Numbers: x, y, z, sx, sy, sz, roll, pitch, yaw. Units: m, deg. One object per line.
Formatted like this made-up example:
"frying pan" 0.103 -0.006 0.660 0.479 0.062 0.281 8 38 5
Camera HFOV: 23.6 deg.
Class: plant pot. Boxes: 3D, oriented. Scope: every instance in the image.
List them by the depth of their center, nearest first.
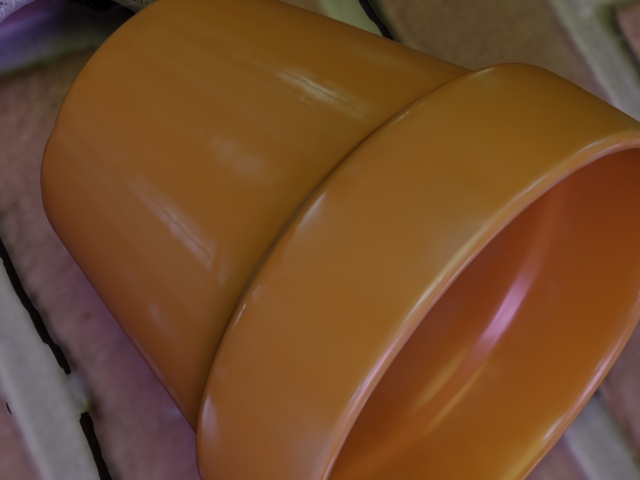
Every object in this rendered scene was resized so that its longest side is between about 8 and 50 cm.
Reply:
"plant pot" 0.000 0.000 0.586 0.188 0.205 0.205 38 66 27

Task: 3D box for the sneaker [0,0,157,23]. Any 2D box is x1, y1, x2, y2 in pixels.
"sneaker" -0.071 -0.151 0.709 0.281 0.105 0.115 -16 102 -18
